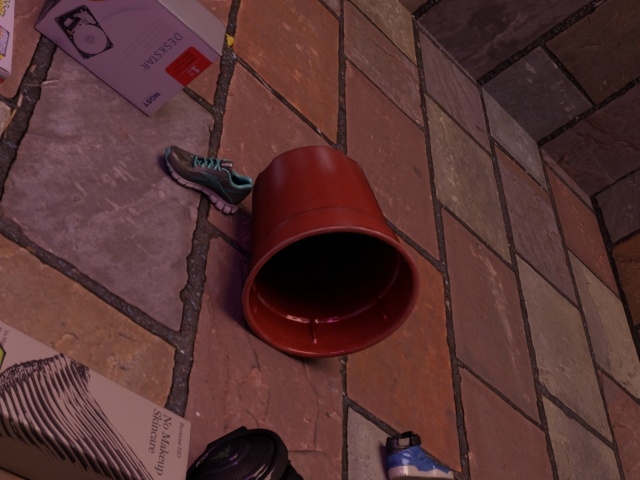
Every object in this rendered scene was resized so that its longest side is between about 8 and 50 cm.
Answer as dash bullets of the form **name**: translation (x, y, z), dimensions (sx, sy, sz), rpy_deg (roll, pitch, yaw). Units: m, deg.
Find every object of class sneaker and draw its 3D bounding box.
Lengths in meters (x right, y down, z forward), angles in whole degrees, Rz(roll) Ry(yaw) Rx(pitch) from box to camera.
- **sneaker**: translation (0.166, 0.362, 1.599), dimensions (0.152, 0.058, 0.084), rpy_deg (17, 55, -41)
- **sneaker**: translation (-0.178, -0.113, 1.551), dimensions (0.166, 0.076, 0.065), rpy_deg (33, 35, -35)

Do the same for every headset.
- **headset**: translation (-0.035, 0.325, 1.083), dimensions (0.243, 0.185, 0.394), rpy_deg (62, -2, 5)

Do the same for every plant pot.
- **plant pot**: translation (0.000, 0.000, 1.537), dimensions (0.272, 0.272, 0.265), rpy_deg (35, 27, -33)

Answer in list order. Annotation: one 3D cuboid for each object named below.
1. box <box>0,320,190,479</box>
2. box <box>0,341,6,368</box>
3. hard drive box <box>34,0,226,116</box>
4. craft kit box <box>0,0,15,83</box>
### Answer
- **box**: translation (-0.277, 0.205, 1.045), dimensions (0.275, 0.094, 0.113), rpy_deg (35, 36, -33)
- **box**: translation (-0.377, 0.178, 0.875), dimensions (0.036, 0.114, 0.207), rpy_deg (87, 8, -51)
- **hard drive box**: translation (-0.294, -0.336, 1.497), dimensions (0.232, 0.181, 0.089), rpy_deg (37, 34, -30)
- **craft kit box**: translation (-0.438, -0.213, 1.074), dimensions (0.061, 0.250, 0.246), rpy_deg (32, 37, -40)
